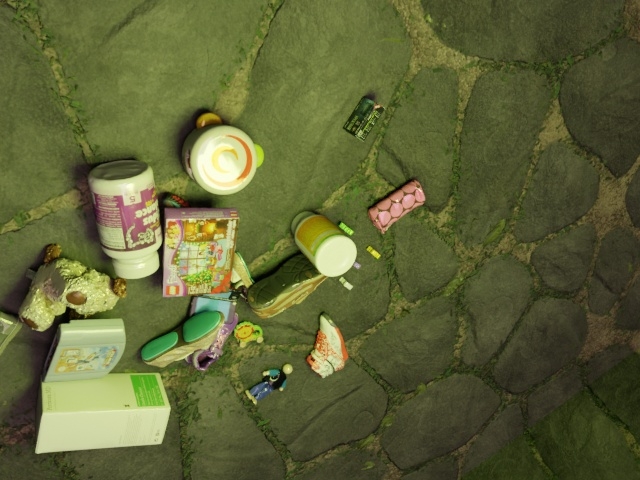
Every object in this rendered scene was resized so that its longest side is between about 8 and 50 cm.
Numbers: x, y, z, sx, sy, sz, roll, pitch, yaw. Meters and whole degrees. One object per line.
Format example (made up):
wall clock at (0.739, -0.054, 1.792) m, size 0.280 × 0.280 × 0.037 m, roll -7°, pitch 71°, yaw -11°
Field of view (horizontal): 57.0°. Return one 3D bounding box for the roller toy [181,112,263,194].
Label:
roller toy at (-0.288, -0.233, 1.651) m, size 0.209 × 0.146 × 0.191 m, roll 36°, pitch 87°, yaw -30°

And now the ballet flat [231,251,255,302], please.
ballet flat at (-0.253, 0.128, 1.904) m, size 0.067 × 0.073 × 0.206 m, roll -32°, pitch 124°, yaw -12°

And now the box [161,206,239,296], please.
box at (-0.353, 0.037, 1.708) m, size 0.201 × 0.057 × 0.293 m, roll -2°, pitch 129°, yaw -20°

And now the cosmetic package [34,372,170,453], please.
cosmetic package at (-0.677, 0.527, 1.825) m, size 0.366 × 0.197 × 0.155 m, roll 7°, pitch 112°, yaw -31°

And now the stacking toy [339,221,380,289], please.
stacking toy at (0.087, 0.054, 2.055) m, size 0.221 × 0.052 × 0.167 m, roll 39°, pitch 94°, yaw -33°

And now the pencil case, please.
pencil case at (0.266, -0.118, 2.028) m, size 0.209 × 0.095 × 0.098 m, roll -35°, pitch 91°, yaw -4°

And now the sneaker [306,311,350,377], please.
sneaker at (0.011, 0.396, 2.168) m, size 0.145 × 0.090 × 0.270 m, roll -30°, pitch 128°, yaw -13°

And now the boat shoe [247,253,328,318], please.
boat shoe at (-0.091, 0.147, 1.938) m, size 0.324 × 0.122 × 0.119 m, roll -28°, pitch 140°, yaw -16°

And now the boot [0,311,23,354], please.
boot at (-0.953, 0.234, 1.604) m, size 0.208 × 0.076 × 0.189 m, roll 40°, pitch 79°, yaw -43°

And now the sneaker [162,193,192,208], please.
sneaker at (-0.402, -0.017, 1.734) m, size 0.125 × 0.104 × 0.261 m, roll -33°, pitch 125°, yaw -6°

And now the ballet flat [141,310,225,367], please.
ballet flat at (-0.418, 0.317, 1.877) m, size 0.316 × 0.107 × 0.106 m, roll -25°, pitch 136°, yaw 15°

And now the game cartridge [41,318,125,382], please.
game cartridge at (-0.684, 0.326, 1.721) m, size 0.198 × 0.062 × 0.297 m, roll 6°, pitch 138°, yaw -32°

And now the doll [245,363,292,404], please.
doll at (-0.182, 0.519, 2.162) m, size 0.189 × 0.046 × 0.129 m, roll -35°, pitch 127°, yaw -6°

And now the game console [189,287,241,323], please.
game console at (-0.334, 0.202, 1.872) m, size 0.144 × 0.085 × 0.124 m, roll 10°, pitch 153°, yaw -16°

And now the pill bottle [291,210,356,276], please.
pill bottle at (0.000, 0.000, 1.857) m, size 0.137 × 0.245 × 0.136 m, roll -12°, pitch 120°, yaw -22°

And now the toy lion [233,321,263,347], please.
toy lion at (-0.249, 0.316, 2.023) m, size 0.100 × 0.034 × 0.096 m, roll -12°, pitch 127°, yaw -22°

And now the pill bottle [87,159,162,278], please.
pill bottle at (-0.524, -0.053, 1.611) m, size 0.170 × 0.169 × 0.301 m, roll -13°, pitch 121°, yaw -21°

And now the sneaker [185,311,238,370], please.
sneaker at (-0.350, 0.337, 1.946) m, size 0.236 × 0.104 × 0.095 m, roll -50°, pitch 125°, yaw 3°

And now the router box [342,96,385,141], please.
router box at (0.133, -0.377, 1.822) m, size 0.038 × 0.092 × 0.122 m, roll 28°, pitch 100°, yaw -34°

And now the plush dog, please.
plush dog at (-0.677, 0.138, 1.657) m, size 0.263 × 0.210 × 0.225 m, roll -27°, pitch 145°, yaw 22°
